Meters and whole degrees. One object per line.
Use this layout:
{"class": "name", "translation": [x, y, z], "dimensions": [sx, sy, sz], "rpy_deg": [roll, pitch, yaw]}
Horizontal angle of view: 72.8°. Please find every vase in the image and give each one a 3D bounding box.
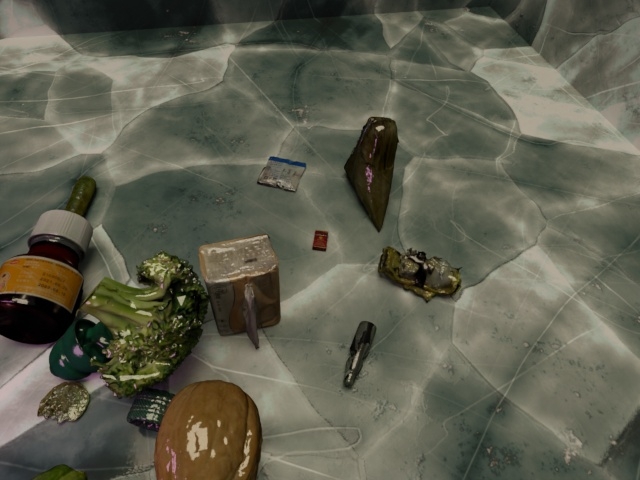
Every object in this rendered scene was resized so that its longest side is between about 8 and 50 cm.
{"class": "vase", "translation": [0.116, 0.348, 1.334], "dimensions": [0.060, 0.060, 0.211], "rpy_deg": [19, 53, 11]}

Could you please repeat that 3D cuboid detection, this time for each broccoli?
{"class": "broccoli", "translation": [-0.447, 0.207, 1.152], "dimensions": [0.338, 0.317, 0.277], "rpy_deg": [-22, 26, -7]}

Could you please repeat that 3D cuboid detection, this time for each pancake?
{"class": "pancake", "translation": [-0.717, 0.453, 1.219], "dimensions": [0.129, 0.022, 0.116], "rpy_deg": [16, 50, 9]}

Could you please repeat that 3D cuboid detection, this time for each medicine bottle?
{"class": "medicine bottle", "translation": [-0.853, 0.101, 1.359], "dimensions": [0.242, 0.242, 0.395], "rpy_deg": [-1, 47, -5]}

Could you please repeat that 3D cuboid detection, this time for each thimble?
{"class": "thimble", "translation": [-0.441, 0.460, 1.171], "dimensions": [0.135, 0.118, 0.090], "rpy_deg": [10, 53, 4]}

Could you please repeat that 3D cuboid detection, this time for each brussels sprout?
{"class": "brussels sprout", "translation": [-0.616, 0.607, 1.003], "dimensions": [0.131, 0.183, 0.145], "rpy_deg": [24, 33, 19]}

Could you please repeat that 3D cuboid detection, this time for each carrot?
{"class": "carrot", "translation": [-0.917, -0.097, 1.603], "dimensions": [0.074, 0.074, 0.358], "rpy_deg": [4, 53, -1]}

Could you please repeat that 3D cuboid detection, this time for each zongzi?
{"class": "zongzi", "translation": [0.223, -0.258, 1.657], "dimensions": [0.160, 0.323, 0.360], "rpy_deg": [-2, 56, -15]}

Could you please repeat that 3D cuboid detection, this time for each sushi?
{"class": "sushi", "translation": [0.341, 0.113, 1.492], "dimensions": [0.291, 0.131, 0.139], "rpy_deg": [20, 52, 2]}

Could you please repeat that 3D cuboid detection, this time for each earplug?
{"class": "earplug", "translation": [-0.631, 0.335, 1.264], "dimensions": [0.280, 0.257, 0.164], "rpy_deg": [-26, 20, -4]}

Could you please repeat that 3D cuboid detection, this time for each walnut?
{"class": "walnut", "translation": [-0.268, 0.504, 1.048], "dimensions": [0.252, 0.277, 0.313], "rpy_deg": [9, 50, -10]}

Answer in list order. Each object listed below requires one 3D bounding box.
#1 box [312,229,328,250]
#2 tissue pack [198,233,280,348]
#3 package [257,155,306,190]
{"class": "box", "translation": [0.000, 0.000, 1.620], "dimensions": [0.051, 0.023, 0.082], "rpy_deg": [8, 52, 1]}
{"class": "tissue pack", "translation": [-0.225, 0.169, 1.293], "dimensions": [0.238, 0.305, 0.238], "rpy_deg": [2, 49, -3]}
{"class": "package", "translation": [-0.161, -0.285, 1.828], "dimensions": [0.171, 0.027, 0.173], "rpy_deg": [13, 52, 10]}
